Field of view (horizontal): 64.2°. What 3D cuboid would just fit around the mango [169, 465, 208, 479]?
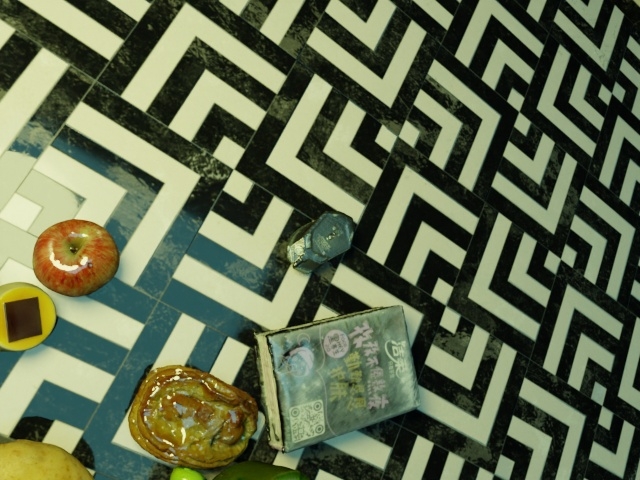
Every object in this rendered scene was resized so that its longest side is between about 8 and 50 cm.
[{"bbox_3d":[-0.258,0.550,0.968,0.125,0.111,0.233,-9,79,9],"label":"mango"}]

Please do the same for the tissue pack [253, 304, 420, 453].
[{"bbox_3d":[0.045,0.300,1.151,0.361,0.122,0.260,-9,89,-28],"label":"tissue pack"}]

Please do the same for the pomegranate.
[{"bbox_3d":[-0.488,0.454,0.809,0.260,0.260,0.261,3,82,-25],"label":"pomegranate"}]

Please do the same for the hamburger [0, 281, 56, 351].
[{"bbox_3d":[-0.546,0.137,0.901,0.141,0.081,0.127,-34,114,-46],"label":"hamburger"}]

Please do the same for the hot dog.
[{"bbox_3d":[-0.237,0.353,1.008,0.258,0.114,0.175,26,72,-20],"label":"hot dog"}]

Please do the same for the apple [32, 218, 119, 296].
[{"bbox_3d":[-0.448,0.034,0.943,0.146,0.131,0.147,8,67,-19],"label":"apple"}]

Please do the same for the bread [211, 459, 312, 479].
[{"bbox_3d":[-0.123,0.605,0.934,0.382,0.129,0.367,56,44,-40],"label":"bread"}]

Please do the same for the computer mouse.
[{"bbox_3d":[0.000,0.000,1.197,0.192,0.062,0.106,-37,100,-19],"label":"computer mouse"}]
